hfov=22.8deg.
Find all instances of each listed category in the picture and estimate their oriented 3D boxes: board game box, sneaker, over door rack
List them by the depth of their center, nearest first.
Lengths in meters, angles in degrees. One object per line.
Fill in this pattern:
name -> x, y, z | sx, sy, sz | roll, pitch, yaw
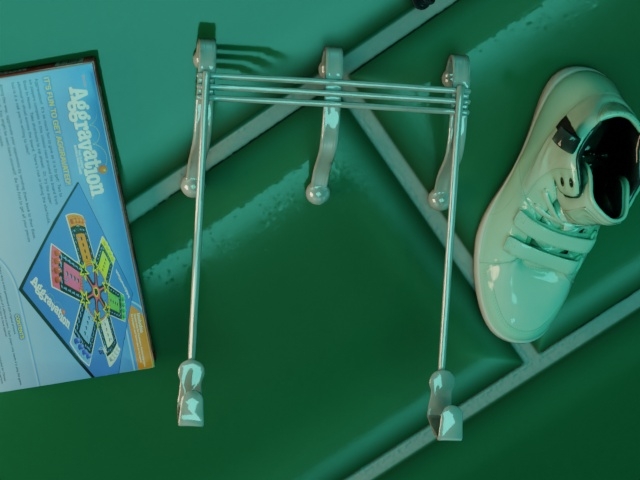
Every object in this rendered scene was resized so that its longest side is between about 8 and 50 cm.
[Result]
over door rack -> 0.000, 0.000, 1.342 | 0.239, 0.108, 0.324 | 3, 87, -5
sneaker -> 0.200, -0.012, 1.344 | 0.094, 0.151, 0.256 | 12, 108, -9
board game box -> -0.239, -0.011, 1.379 | 0.145, 0.027, 0.281 | -9, 108, 0

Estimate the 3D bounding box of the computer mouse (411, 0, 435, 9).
computer mouse -> 0.134, -0.283, 1.310 | 0.193, 0.042, 0.106 | -32, 117, 6
